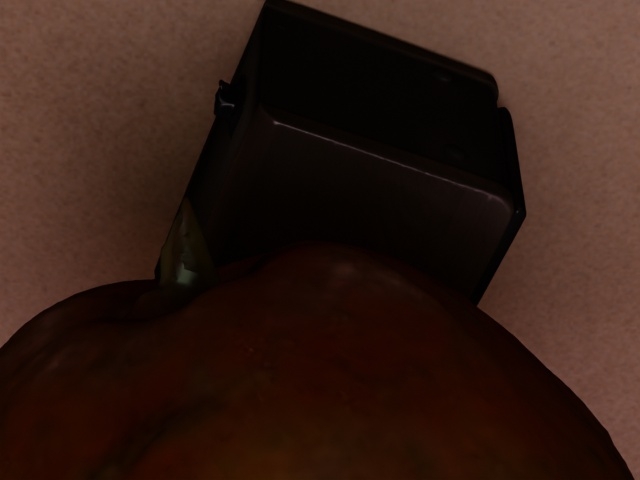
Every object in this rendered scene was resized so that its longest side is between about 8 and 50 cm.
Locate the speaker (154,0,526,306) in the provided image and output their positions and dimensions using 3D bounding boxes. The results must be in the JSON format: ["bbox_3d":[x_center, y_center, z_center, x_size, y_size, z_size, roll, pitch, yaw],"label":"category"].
[{"bbox_3d":[0.000,0.000,1.110,0.192,0.153,0.231,17,123,-12],"label":"speaker"}]

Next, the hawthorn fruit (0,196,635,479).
[{"bbox_3d":[-0.019,0.166,0.925,0.403,0.403,0.403,0,124,1],"label":"hawthorn fruit"}]
